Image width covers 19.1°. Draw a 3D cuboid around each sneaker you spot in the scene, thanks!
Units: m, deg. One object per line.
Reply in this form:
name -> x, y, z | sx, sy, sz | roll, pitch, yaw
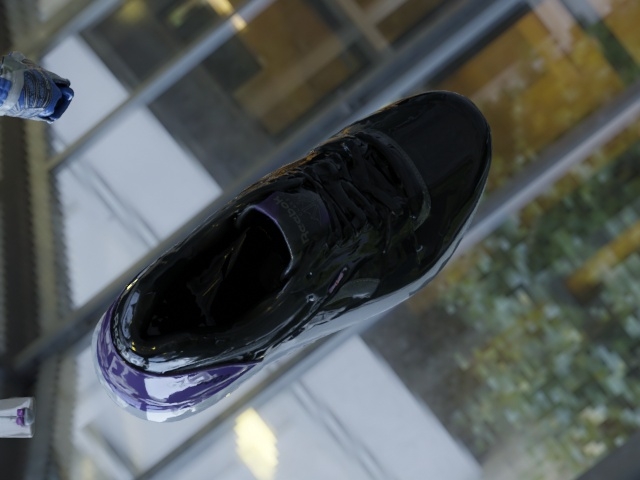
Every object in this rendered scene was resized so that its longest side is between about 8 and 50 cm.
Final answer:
sneaker -> -0.217, -0.109, 1.435 | 0.058, 0.052, 0.135 | 19, -173, -8
sneaker -> 0.000, 0.000, 1.089 | 0.107, 0.283, 0.124 | 50, 161, 7

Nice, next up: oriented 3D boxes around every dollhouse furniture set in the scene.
dollhouse furniture set -> -0.208, 0.157, 1.260 | 0.091, 0.081, 0.114 | 16, -108, -55
